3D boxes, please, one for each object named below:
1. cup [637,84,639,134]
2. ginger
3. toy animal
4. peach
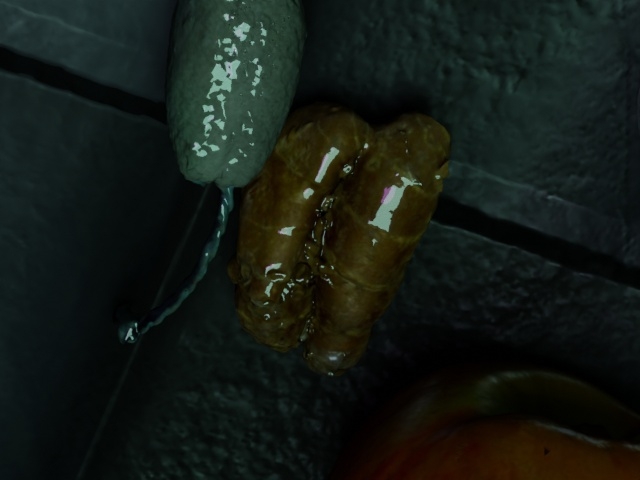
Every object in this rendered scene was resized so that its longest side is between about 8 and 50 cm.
[{"bbox_3d":[0.236,-0.030,1.008,0.134,0.142,0.173,16,113,-14],"label":"cup"},{"bbox_3d":[0.000,0.000,1.035,0.103,0.073,0.162,15,114,-12],"label":"ginger"},{"bbox_3d":[-0.055,-0.048,1.001,0.070,0.079,0.253,15,112,-1],"label":"toy animal"},{"bbox_3d":[0.095,0.211,1.040,0.245,0.248,0.274,-6,109,-52],"label":"peach"}]
